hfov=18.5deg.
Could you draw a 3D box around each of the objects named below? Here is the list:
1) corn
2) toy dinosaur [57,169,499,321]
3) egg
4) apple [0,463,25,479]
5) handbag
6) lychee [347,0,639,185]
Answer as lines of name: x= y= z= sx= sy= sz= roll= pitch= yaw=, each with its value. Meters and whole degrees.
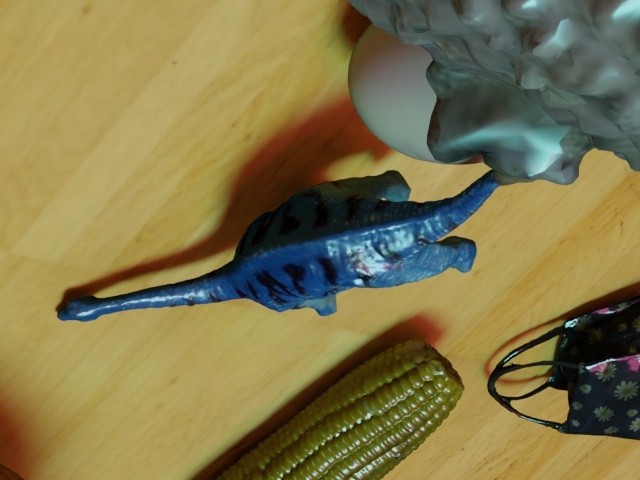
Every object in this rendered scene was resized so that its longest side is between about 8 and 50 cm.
corn: x=0.003 y=0.153 z=1.374 sx=0.231 sy=0.080 sz=0.080 roll=-41 pitch=143 yaw=14
toy dinosaur: x=0.007 y=0.001 z=1.157 sx=0.329 sy=0.076 sz=0.144 roll=-15 pitch=175 yaw=32
egg: x=0.081 y=-0.094 z=1.086 sx=0.135 sy=0.103 sz=0.103 roll=-13 pitch=143 yaw=-15
apple: x=-0.245 y=0.288 z=1.170 sx=0.299 sy=0.275 sz=0.299 roll=-38 pitch=174 yaw=-5
handbag: x=0.190 y=0.095 z=1.443 sx=0.139 sy=0.072 sz=0.115 roll=-3 pitch=142 yaw=-11
lychee: x=0.167 y=-0.203 z=0.787 sx=0.380 sy=0.380 sz=0.432 roll=9 pitch=119 yaw=-41
